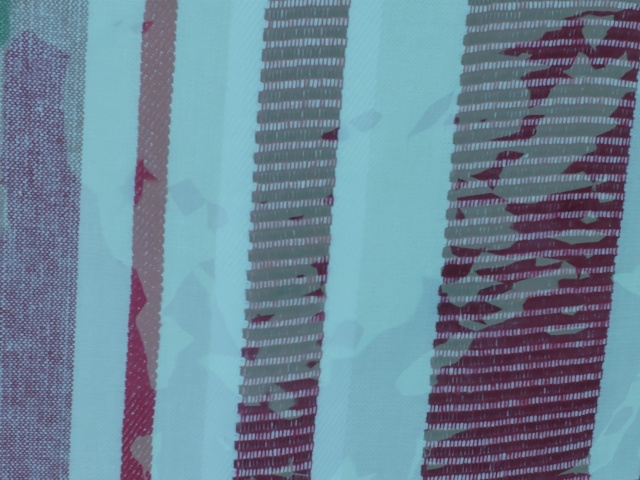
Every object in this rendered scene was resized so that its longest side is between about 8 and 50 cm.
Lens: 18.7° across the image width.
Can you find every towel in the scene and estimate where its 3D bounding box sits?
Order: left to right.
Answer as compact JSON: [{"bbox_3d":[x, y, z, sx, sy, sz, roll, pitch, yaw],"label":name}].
[{"bbox_3d":[0.000,0.000,0.789,0.329,0.037,0.237,-1,108,-19],"label":"towel"}]
